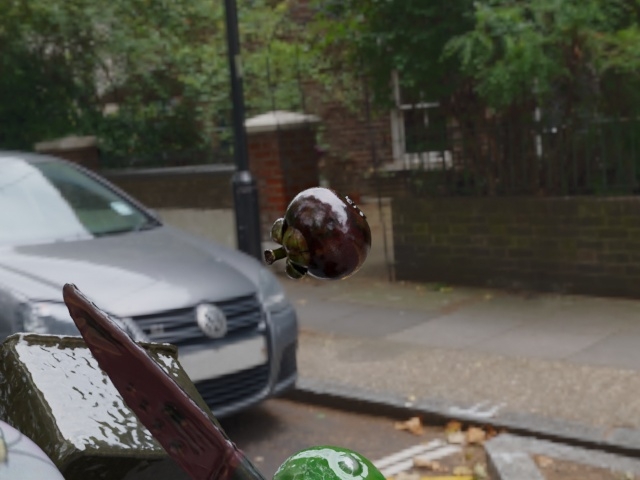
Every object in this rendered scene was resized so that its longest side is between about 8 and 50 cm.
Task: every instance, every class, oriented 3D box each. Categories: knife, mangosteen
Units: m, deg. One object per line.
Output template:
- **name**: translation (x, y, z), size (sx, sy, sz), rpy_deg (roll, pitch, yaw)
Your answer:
- **knife**: translation (-0.040, 0.115, 0.465), size (0.035, 0.247, 0.018), rpy_deg (-32, 13, 37)
- **mangosteen**: translation (0.003, -0.002, 0.804), size (0.080, 0.081, 0.081), rpy_deg (-4, 6, 0)

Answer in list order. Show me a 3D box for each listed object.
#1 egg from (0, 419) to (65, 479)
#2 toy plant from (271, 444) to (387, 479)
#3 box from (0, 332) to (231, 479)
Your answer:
- **egg**: translation (-0.247, 0.171, 0.523), size (0.196, 0.197, 0.271), rpy_deg (-10, 14, -44)
- **toy plant**: translation (0.040, 0.287, 0.873), size (0.217, 0.235, 0.175), rpy_deg (12, 32, -15)
- **box**: translation (-0.213, 0.231, 0.830), size (0.184, 0.273, 0.143), rpy_deg (12, 25, -45)
